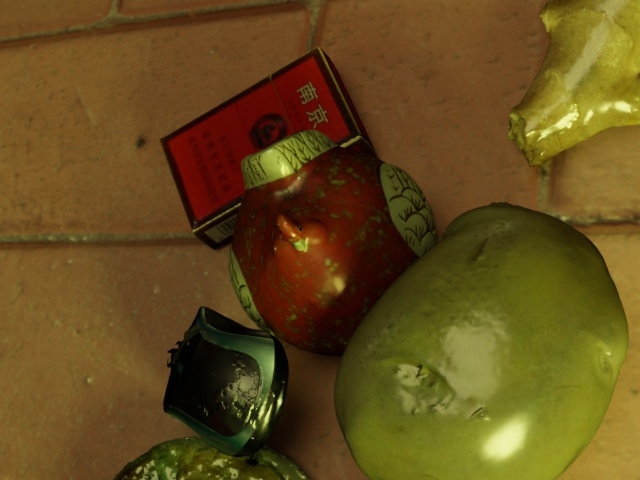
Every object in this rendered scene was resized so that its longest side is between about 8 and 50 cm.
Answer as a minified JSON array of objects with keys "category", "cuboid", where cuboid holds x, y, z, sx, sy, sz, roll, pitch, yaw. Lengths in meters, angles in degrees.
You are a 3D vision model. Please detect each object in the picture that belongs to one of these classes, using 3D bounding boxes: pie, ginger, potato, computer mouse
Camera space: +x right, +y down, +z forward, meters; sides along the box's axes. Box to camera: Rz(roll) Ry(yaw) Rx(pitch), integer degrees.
[{"category":"pie","cuboid":[-0.127,0.342,1.317,0.277,0.078,0.277,-8,67,20]},{"category":"ginger","cuboid":[0.357,-0.246,1.365,0.236,0.166,0.376,14,99,-7]},{"category":"potato","cuboid":[0.164,0.123,1.201,0.326,0.221,0.243,-48,56,-7]},{"category":"computer mouse","cuboid":[-0.118,0.151,1.332,0.233,0.096,0.137,15,82,62]}]

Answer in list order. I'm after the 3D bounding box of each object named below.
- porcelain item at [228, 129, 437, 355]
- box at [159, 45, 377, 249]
[{"category":"porcelain item","cuboid":[0.000,0.000,1.323,0.252,0.253,0.253,-9,65,20]},{"category":"box","cuboid":[-0.067,-0.113,1.493,0.239,0.074,0.153,-29,55,9]}]
